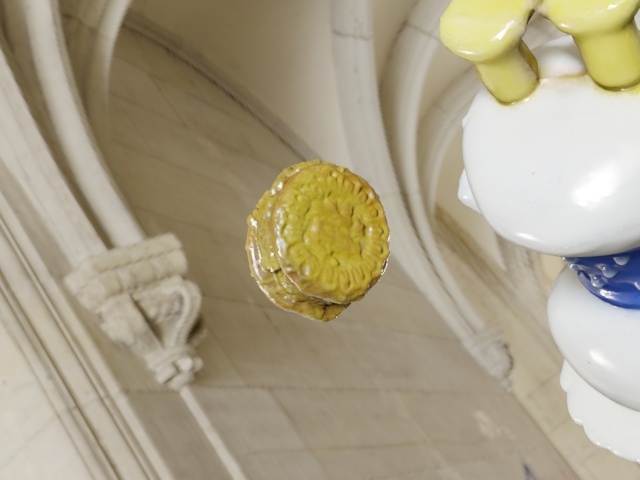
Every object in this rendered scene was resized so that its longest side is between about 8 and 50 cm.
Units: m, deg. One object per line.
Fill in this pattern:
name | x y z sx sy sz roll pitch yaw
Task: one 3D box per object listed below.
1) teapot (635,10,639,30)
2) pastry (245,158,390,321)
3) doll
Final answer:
teapot | 0.228 -0.140 0.644 0.077 0.200 0.107 -60 11 7
pastry | 0.000 0.000 0.674 0.097 0.109 0.057 -10 -7 -37
doll | 0.139 0.005 0.430 0.293 0.138 0.119 55 -134 -39
